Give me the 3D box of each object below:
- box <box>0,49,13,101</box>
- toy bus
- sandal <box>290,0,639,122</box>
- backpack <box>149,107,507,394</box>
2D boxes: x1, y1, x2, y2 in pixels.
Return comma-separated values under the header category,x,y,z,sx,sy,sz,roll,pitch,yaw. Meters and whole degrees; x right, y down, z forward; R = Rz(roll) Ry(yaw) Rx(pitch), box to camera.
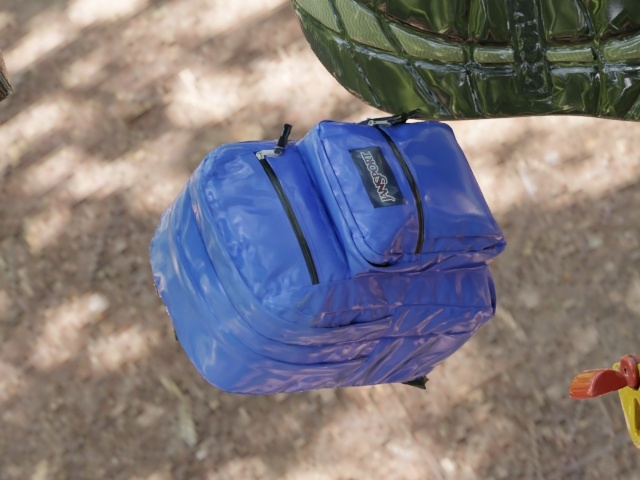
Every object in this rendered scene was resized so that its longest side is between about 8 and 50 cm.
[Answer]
category,x,y,z,sx,sy,sz,roll,pitch,yaw
box,-0.208,-0.066,0.592,0.180,0.077,0.147,-29,35,1
toy bus,0.313,0.128,1.361,0.191,0.104,0.202,-14,1,32
sandal,0.108,-0.124,0.922,0.303,0.120,0.086,13,32,31
backpack,0.000,0.000,0.671,0.120,0.101,0.098,-6,56,-34
